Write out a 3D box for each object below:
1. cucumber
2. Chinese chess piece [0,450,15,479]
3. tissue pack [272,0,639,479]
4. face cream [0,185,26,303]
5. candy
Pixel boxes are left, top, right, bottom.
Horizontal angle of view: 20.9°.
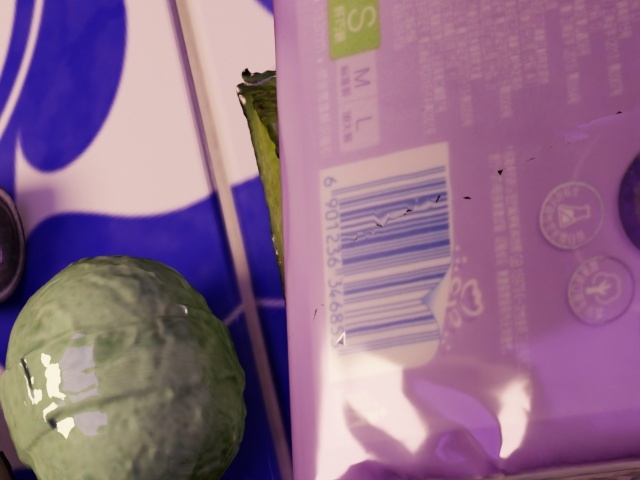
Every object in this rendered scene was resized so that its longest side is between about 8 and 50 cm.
[{"bbox_3d":[0.000,0.000,0.834,0.046,0.070,0.220,-14,71,-4],"label":"cucumber"},{"bbox_3d":[-0.268,0.163,0.856,0.250,0.103,0.249,1,107,2],"label":"Chinese chess piece"},{"bbox_3d":[0.112,-0.062,0.725,0.242,0.160,0.338,-10,72,26],"label":"tissue pack"},{"bbox_3d":[-0.300,0.017,0.995,0.283,0.073,0.073,-8,74,28],"label":"face cream"},{"bbox_3d":[-0.041,0.210,0.792,0.119,0.119,0.440,-28,72,22],"label":"candy"}]
